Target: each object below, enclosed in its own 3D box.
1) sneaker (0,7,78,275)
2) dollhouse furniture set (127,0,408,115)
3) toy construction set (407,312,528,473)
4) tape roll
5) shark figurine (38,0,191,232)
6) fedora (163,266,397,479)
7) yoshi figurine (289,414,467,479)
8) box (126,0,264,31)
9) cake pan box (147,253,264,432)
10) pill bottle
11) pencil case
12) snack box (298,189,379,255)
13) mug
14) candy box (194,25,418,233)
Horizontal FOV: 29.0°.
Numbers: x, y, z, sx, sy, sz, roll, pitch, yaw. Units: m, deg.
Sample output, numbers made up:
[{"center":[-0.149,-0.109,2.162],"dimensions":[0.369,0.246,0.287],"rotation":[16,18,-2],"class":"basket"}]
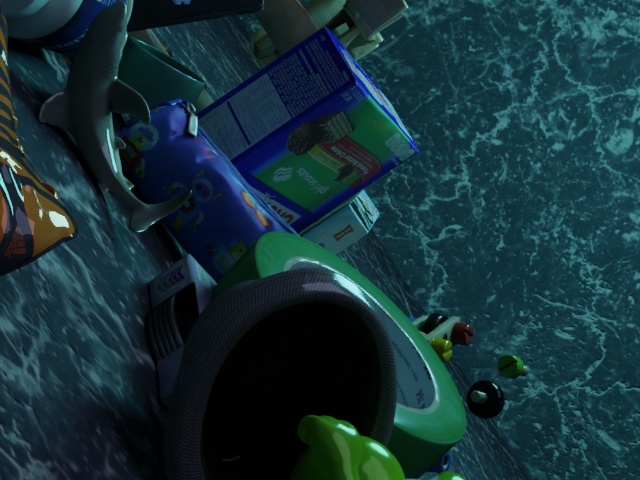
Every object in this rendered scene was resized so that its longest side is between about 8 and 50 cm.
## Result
[{"center":[-0.293,-0.078,1.049],"dimensions":[0.180,0.124,0.321],"rotation":[55,18,-34],"class":"sneaker"},{"center":[-0.105,-0.346,1.997],"dimensions":[0.256,0.394,0.362],"rotation":[56,-3,-3],"class":"dollhouse furniture set"},{"center":[0.096,0.199,1.874],"dimensions":[0.309,0.257,0.237],"rotation":[37,10,34],"class":"toy construction set"},{"center":[0.025,0.129,1.403],"dimensions":[0.321,0.077,0.321],"rotation":[39,18,-15],"class":"tape roll"},{"center":[-0.271,-0.124,1.450],"dimensions":[0.116,0.166,0.278],"rotation":[-5,77,-52],"class":"shark figurine"},{"center":[-0.053,0.147,1.168],"dimensions":[0.124,0.243,0.275],"rotation":[28,-63,56],"class":"fedora"},{"center":[-0.002,0.254,1.005],"dimensions":[0.362,0.203,0.203],"rotation":[-10,68,-60],"class":"yoshi figurine"},{"center":[-0.245,-0.440,1.705],"dimensions":[0.073,0.293,0.296],"rotation":[-167,-114,-66],"class":"box"},{"center":[-0.087,0.167,1.370],"dimensions":[0.267,0.070,0.246],"rotation":[51,8,-30],"class":"cake pan box"},{"center":[-0.336,-0.312,1.491],"dimensions":[0.153,0.153,0.264],"rotation":[57,9,4],"class":"pill bottle"},{"center":[-0.138,-0.049,1.591],"dimensions":[0.306,0.133,0.119],"rotation":[51,31,4],"class":"pencil case"},{"center":[0.000,0.000,2.059],"dimensions":[0.060,0.187,0.322],"rotation":[56,9,-2],"class":"snack box"},{"center":[-0.250,-0.223,1.772],"dimensions":[0.129,0.097,0.158],"rotation":[24,11,-40],"class":"mug"},{"center":[-0.049,-0.135,1.850],"dimensions":[0.268,0.317,0.122],"rotation":[37,23,-59],"class":"candy box"}]
